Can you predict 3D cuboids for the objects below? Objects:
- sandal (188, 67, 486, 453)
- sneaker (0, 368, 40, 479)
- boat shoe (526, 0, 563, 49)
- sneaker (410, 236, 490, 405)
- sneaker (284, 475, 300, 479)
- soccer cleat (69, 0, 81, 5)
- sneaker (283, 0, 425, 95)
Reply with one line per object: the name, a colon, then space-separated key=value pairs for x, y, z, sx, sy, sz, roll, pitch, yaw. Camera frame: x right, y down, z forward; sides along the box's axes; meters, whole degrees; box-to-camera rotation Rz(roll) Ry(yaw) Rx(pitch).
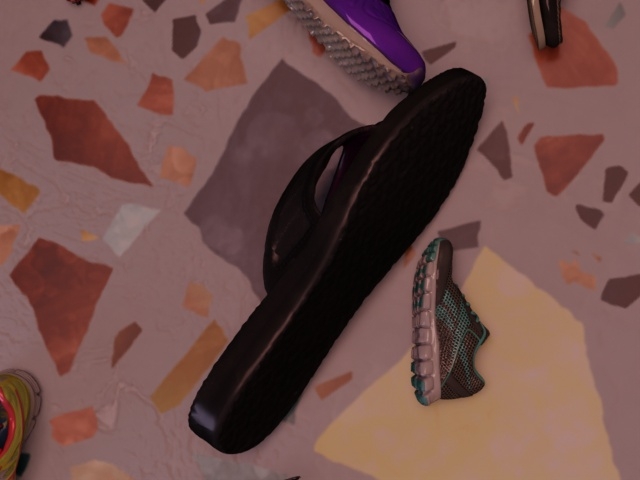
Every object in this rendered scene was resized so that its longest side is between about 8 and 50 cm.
sandal: x=-0.002 y=0.001 z=1.742 sx=0.107 sy=0.167 sz=0.445 roll=36 pitch=89 yaw=26
sneaker: x=-0.340 y=0.230 z=1.784 sx=0.082 sy=0.094 sz=0.208 roll=9 pitch=87 yaw=6
boat shoe: x=0.241 y=-0.304 z=1.776 sx=0.079 sy=0.084 sz=0.233 roll=3 pitch=82 yaw=7
sneaker: x=0.130 y=0.080 z=1.772 sx=0.076 sy=0.065 sz=0.166 roll=2 pitch=88 yaw=-10
sneaker: x=-0.089 y=0.275 z=1.755 sx=0.170 sy=0.089 sz=0.051 roll=-23 pitch=83 yaw=3
soccer cleat: x=-0.231 y=-0.275 z=1.853 sx=0.083 sy=0.029 sz=0.035 roll=-26 pitch=87 yaw=8
sneaker: x=0.024 y=-0.279 z=1.775 sx=0.146 sy=0.102 sz=0.293 roll=-42 pitch=72 yaw=-4
